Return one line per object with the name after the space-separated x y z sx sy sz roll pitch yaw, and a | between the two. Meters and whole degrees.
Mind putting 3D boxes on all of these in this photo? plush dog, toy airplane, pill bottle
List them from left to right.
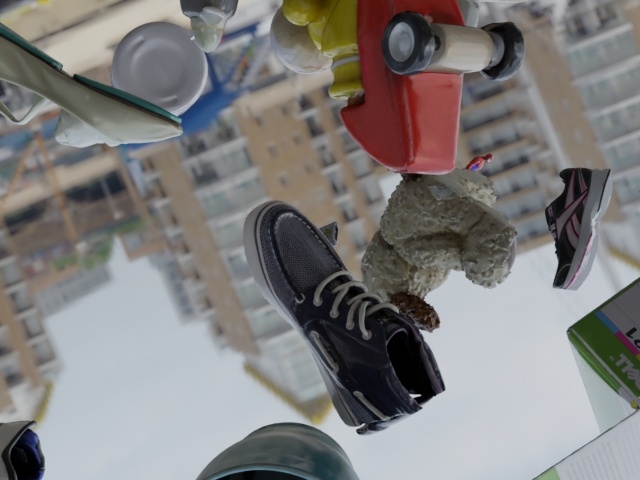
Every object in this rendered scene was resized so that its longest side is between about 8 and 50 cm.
-0.198 -0.200 1.809 0.112 0.112 0.187 -23 -175 -8 | pill bottle
0.029 -0.280 1.534 0.272 0.386 0.384 -36 -161 47 | toy airplane
0.137 0.007 2.156 0.225 0.211 0.262 -60 -160 20 | plush dog

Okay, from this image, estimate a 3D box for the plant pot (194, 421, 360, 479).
-0.050 0.364 1.938 0.272 0.271 0.255 -21 -168 12 | plant pot

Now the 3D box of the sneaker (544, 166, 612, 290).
0.337 -0.017 2.022 0.077 0.178 0.072 13 166 22 | sneaker

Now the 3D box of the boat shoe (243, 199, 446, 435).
0.038 0.086 1.925 0.127 0.340 0.158 -36 -172 -34 | boat shoe

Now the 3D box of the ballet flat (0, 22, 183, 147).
-0.252 -0.136 1.431 0.086 0.248 0.086 -60 173 -12 | ballet flat

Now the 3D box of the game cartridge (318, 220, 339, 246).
0.000 0.000 2.277 0.056 0.017 0.083 -29 -162 14 | game cartridge

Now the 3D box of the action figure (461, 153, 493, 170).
0.233 -0.109 2.440 0.115 0.030 0.038 -35 168 24 | action figure

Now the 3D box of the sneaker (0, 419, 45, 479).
-0.489 0.306 2.104 0.182 0.127 0.315 -5 -166 -24 | sneaker

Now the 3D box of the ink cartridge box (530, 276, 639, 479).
0.241 0.147 1.210 0.255 0.188 0.097 -34 -129 -5 | ink cartridge box
